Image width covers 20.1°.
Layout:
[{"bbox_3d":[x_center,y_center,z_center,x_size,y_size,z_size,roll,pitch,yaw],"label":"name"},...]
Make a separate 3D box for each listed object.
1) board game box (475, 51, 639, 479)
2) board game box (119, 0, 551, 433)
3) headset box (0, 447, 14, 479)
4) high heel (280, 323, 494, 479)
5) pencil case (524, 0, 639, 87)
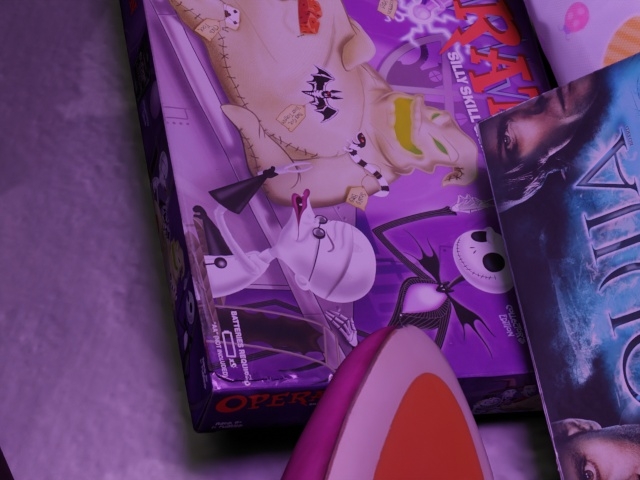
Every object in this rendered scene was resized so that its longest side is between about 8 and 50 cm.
[{"bbox_3d":[0.144,0.013,0.785,0.126,0.026,0.186,-23,69,29],"label":"board game box"},{"bbox_3d":[0.013,-0.072,0.906,0.208,0.056,0.347,0,57,-21],"label":"board game box"},{"bbox_3d":[-0.311,0.110,0.798,0.293,0.110,0.218,-33,63,-17],"label":"headset box"},{"bbox_3d":[-0.036,0.208,0.716,0.181,0.127,0.377,-20,42,39],"label":"high heel"},{"bbox_3d":[0.184,-0.057,0.863,0.113,0.124,0.273,-35,64,24],"label":"pencil case"}]
